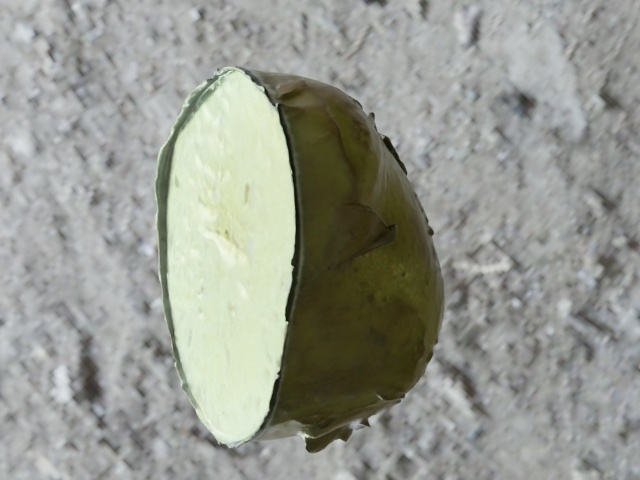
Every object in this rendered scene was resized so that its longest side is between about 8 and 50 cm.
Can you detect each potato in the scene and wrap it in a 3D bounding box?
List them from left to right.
[{"bbox_3d":[0.000,0.000,1.332,0.246,0.196,0.299,39,130,48],"label":"potato"}]
